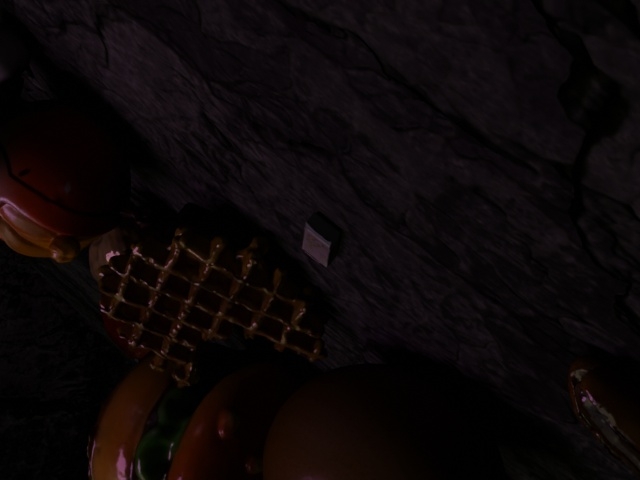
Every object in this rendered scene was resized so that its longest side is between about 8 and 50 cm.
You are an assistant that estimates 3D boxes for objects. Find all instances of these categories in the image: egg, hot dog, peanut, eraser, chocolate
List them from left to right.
[{"bbox_3d":[-0.270,0.050,1.566,0.152,0.152,0.313,36,160,17],"label":"peanut"},{"bbox_3d":[-0.146,0.028,1.359,0.148,0.080,0.125,48,162,-16],"label":"chocolate"},{"bbox_3d":[0.000,0.000,1.075,0.038,0.019,0.083,40,163,9],"label":"eraser"},{"bbox_3d":[0.073,0.272,1.193,0.250,0.250,0.322,50,157,-26],"label":"egg"},{"bbox_3d":[0.256,0.155,0.834,0.140,0.060,0.090,43,168,-17],"label":"hot dog"}]

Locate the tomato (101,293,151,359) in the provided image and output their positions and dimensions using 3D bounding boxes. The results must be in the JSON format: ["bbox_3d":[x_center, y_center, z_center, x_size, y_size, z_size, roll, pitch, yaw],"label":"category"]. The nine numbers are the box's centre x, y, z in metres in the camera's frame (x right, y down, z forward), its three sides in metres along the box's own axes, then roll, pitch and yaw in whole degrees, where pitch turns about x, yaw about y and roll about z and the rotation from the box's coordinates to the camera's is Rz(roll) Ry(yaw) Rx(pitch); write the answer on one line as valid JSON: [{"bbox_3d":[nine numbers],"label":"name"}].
[{"bbox_3d":[-0.357,0.161,2.044,0.200,0.139,0.233,16,151,41],"label":"tomato"}]

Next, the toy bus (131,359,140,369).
[{"bbox_3d":[-0.305,0.333,2.217,0.165,0.133,0.271,43,-168,-29],"label":"toy bus"}]

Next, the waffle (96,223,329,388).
[{"bbox_3d":[-0.146,0.079,1.307,0.293,0.069,0.259,-14,129,26],"label":"waffle"}]

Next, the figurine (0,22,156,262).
[{"bbox_3d":[-0.371,-0.112,1.311,0.323,0.196,0.320,54,-156,-12],"label":"figurine"}]

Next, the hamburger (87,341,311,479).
[{"bbox_3d":[-0.154,0.366,1.701,0.278,0.395,0.395,12,148,36],"label":"hamburger"}]
